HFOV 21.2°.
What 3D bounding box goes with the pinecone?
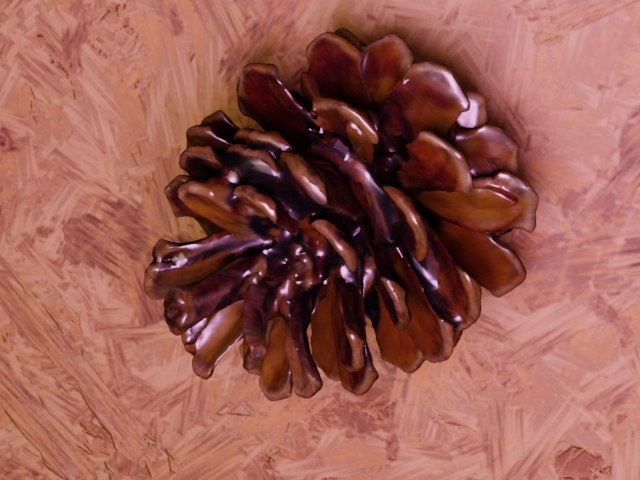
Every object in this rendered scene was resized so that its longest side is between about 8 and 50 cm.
[{"bbox_3d":[0.000,0.000,1.669,0.384,0.384,0.384,7,110,19],"label":"pinecone"}]
